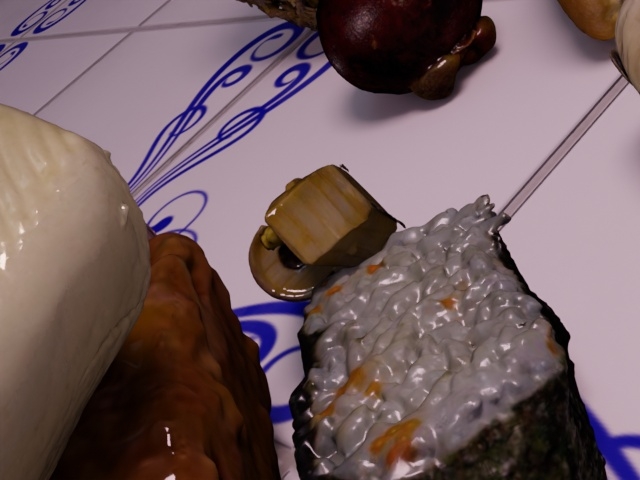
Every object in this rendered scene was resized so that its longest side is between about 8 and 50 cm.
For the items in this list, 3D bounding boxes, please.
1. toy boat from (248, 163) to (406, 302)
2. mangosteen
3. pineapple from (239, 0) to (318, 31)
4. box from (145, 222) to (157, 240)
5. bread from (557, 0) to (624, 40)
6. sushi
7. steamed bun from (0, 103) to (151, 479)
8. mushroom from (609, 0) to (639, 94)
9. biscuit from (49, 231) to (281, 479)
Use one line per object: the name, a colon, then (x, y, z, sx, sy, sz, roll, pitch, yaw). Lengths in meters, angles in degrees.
toy boat: (0.000, 0.000, 0.673, 0.088, 0.068, 0.226, -43, -5, 6)
mangosteen: (0.075, -0.187, 0.923, 0.152, 0.152, 0.152, -26, 29, 15)
pineapple: (0.008, -0.395, 1.093, 0.300, 0.352, 0.352, -48, 31, -22)
box: (-0.178, 0.006, 0.965, 0.063, 0.060, 0.084, -45, 29, -3)
bread: (0.213, -0.268, 0.852, 0.121, 0.174, 0.245, -26, 28, 23)
sushi: (0.059, 0.081, 0.520, 0.136, 0.126, 0.225, -28, 27, 13)
steamed bun: (-0.174, 0.058, 0.441, 0.170, 0.153, 0.239, 14, 53, 21)
mushroom: (0.243, -0.100, 0.625, 0.154, 0.123, 0.154, 7, 23, -3)
biscuit: (-0.170, 0.196, 0.535, 0.342, 0.166, 0.395, -24, 29, 8)
